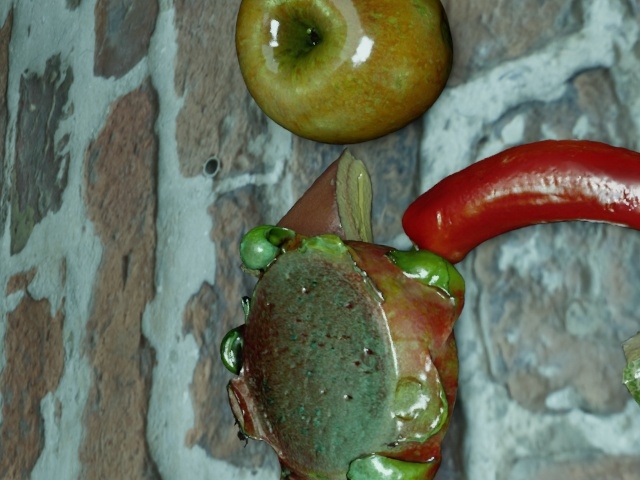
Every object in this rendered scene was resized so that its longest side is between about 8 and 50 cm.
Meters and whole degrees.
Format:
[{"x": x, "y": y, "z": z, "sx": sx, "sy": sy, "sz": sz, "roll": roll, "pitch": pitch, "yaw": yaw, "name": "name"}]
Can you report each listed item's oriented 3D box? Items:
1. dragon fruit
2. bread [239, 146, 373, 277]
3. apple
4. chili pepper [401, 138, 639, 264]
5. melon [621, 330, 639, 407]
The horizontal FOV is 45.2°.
[{"x": 0.018, "y": 0.113, "z": 0.751, "sx": 0.268, "sy": 0.130, "sz": 0.295, "roll": -33, "pitch": 71, "yaw": 37, "name": "dragon fruit"}, {"x": -0.001, "y": 0.000, "z": 0.861, "sx": 0.192, "sy": 0.067, "sz": 0.119, "roll": -51, "pitch": 54, "yaw": 15, "name": "bread"}, {"x": 0.029, "y": -0.216, "z": 0.834, "sx": 0.237, "sy": 0.207, "sz": 0.236, "roll": 5, "pitch": 99, "yaw": 34, "name": "apple"}, {"x": 0.202, "y": -0.022, "z": 0.707, "sx": 0.369, "sy": 0.092, "sz": 0.137, "roll": -9, "pitch": 87, "yaw": 39, "name": "chili pepper"}, {"x": 0.278, "y": 0.116, "z": 0.597, "sx": 0.093, "sy": 0.140, "sz": 0.202, "roll": 2, "pitch": 80, "yaw": 60, "name": "melon"}]
